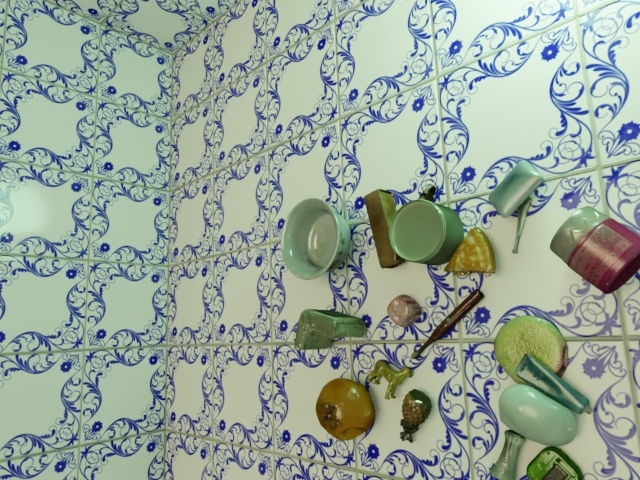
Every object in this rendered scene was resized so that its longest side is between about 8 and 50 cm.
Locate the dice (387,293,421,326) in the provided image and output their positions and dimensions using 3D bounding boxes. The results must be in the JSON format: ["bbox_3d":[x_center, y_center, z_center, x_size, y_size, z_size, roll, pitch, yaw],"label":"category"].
[{"bbox_3d":[0.312,0.263,1.795,0.094,0.093,0.091,51,118,34],"label":"dice"}]

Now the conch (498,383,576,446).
[{"bbox_3d":[0.634,0.528,1.431,0.221,0.121,0.185,14,135,50],"label":"conch"}]

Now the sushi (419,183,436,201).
[{"bbox_3d":[0.406,-0.173,1.816,0.083,0.044,0.046,-63,27,14],"label":"sushi"}]

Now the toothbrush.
[{"bbox_3d":[0.441,0.303,1.703,0.364,0.041,0.041,-52,53,25],"label":"toothbrush"}]

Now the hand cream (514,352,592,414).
[{"bbox_3d":[0.689,0.430,1.419,0.224,0.048,0.083,34,115,31],"label":"hand cream"}]

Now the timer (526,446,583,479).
[{"bbox_3d":[0.682,0.686,1.409,0.128,0.047,0.140,46,115,37],"label":"timer"}]

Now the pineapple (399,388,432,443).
[{"bbox_3d":[0.328,0.636,1.726,0.108,0.108,0.198,33,116,41],"label":"pineapple"}]

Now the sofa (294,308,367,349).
[{"bbox_3d":[0.038,0.383,1.961,0.225,0.210,0.176,9,88,43],"label":"sofa"}]

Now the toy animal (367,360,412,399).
[{"bbox_3d":[0.256,0.510,1.839,0.181,0.073,0.136,31,97,55],"label":"toy animal"}]

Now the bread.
[{"bbox_3d":[0.649,0.348,1.501,0.228,0.033,0.229,-6,80,42],"label":"bread"}]

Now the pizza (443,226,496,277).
[{"bbox_3d":[0.512,0.065,1.659,0.199,0.062,0.188,-37,48,41],"label":"pizza"}]

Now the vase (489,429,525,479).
[{"bbox_3d":[0.583,0.664,1.489,0.081,0.081,0.149,18,94,44],"label":"vase"}]

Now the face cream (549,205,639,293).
[{"bbox_3d":[0.772,0.024,1.335,0.195,0.175,0.175,48,116,36],"label":"face cream"}]

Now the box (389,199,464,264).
[{"bbox_3d":[0.380,-0.028,1.735,0.226,0.149,0.226,-9,77,43],"label":"box"}]

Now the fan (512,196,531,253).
[{"bbox_3d":[0.653,-0.051,1.569,0.038,0.016,0.193,11,91,42],"label":"fan"}]

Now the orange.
[{"bbox_3d":[0.084,0.657,1.891,0.249,0.183,0.249,-6,81,42],"label":"orange"}]

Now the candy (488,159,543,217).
[{"bbox_3d":[0.629,-0.166,1.558,0.174,0.071,0.138,-53,22,24],"label":"candy"}]

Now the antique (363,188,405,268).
[{"bbox_3d":[0.258,-0.044,1.891,0.087,0.093,0.310,-27,66,38],"label":"antique"}]

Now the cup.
[{"bbox_3d":[0.000,0.000,2.084,0.347,0.163,0.347,-7,79,42],"label":"cup"}]
